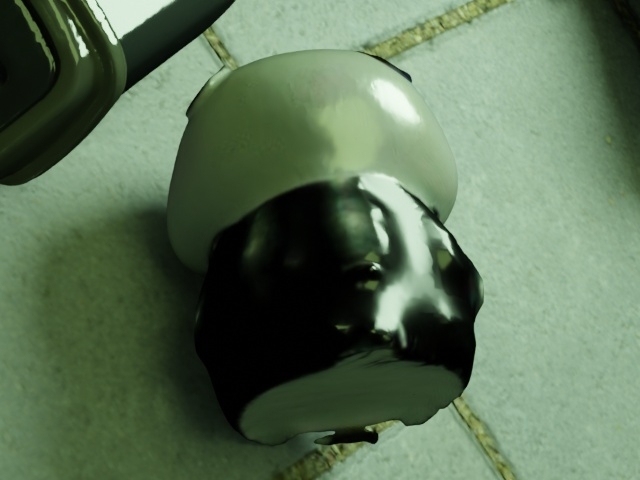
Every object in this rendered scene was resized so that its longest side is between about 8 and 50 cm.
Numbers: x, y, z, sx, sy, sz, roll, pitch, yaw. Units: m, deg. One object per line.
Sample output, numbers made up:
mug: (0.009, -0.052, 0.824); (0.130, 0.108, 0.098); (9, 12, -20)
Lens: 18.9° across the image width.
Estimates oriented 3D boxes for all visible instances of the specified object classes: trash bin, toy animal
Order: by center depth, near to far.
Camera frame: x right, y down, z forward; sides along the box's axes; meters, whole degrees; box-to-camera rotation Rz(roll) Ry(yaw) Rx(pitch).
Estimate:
trash bin: (-0.195, -0.172, 1.313); (0.209, 0.182, 0.290); (50, 39, -1)
toy animal: (0.000, 0.004, 1.347); (0.212, 0.212, 0.267); (12, 54, -33)
